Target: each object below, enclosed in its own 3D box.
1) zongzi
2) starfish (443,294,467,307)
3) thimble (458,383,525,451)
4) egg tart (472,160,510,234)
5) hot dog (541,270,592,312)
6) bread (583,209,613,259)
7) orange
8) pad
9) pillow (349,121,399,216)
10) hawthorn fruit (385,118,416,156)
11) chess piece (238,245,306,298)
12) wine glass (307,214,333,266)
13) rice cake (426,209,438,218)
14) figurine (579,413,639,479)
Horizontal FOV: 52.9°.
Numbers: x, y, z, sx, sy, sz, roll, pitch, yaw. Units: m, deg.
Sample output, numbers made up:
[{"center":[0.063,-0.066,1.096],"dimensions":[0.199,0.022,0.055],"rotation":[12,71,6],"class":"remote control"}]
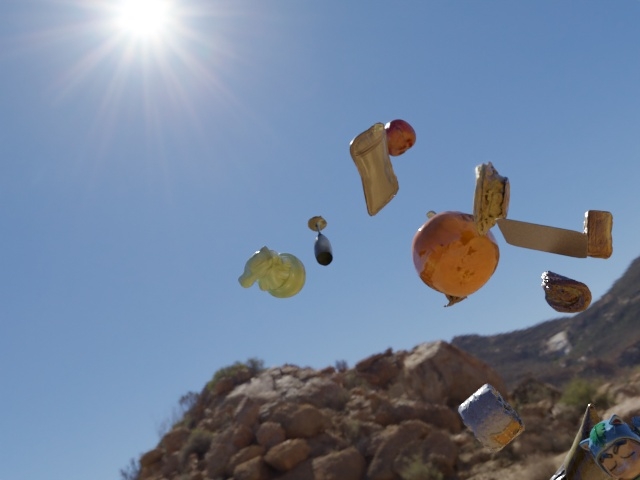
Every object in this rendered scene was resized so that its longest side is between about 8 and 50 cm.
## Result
[{"center":[0.716,0.640,1.830],"dimensions":[0.285,0.289,0.134],"rotation":[-21,-3,2],"class":"zongzi"},{"center":[0.503,0.224,2.427],"dimensions":[0.132,0.041,0.130],"rotation":[8,-47,-20],"class":"starfish"},{"center":[0.456,0.476,1.723],"dimensions":[0.118,0.151,0.127],"rotation":[-43,-43,8],"class":"thimble"},{"center":[0.530,-0.130,1.995],"dimensions":[0.105,0.241,0.241],"rotation":[2,-14,22],"class":"egg tart"},{"center":[0.599,0.127,1.588],"dimensions":[0.065,0.147,0.099],"rotation":[-25,-67,-15],"class":"hot dog"},{"center":[0.727,-0.017,1.684],"dimensions":[0.074,0.132,0.053],"rotation":[2,-21,15],"class":"bread"},{"center":[0.472,0.045,2.258],"dimensions":[0.312,0.312,0.312],"rotation":[-22,-23,-10],"class":"orange"},{"center":[0.465,-0.002,1.344],"dimensions":[0.176,0.002,0.266],"rotation":[12,-8,24],"class":"pad"},{"center":[0.139,-0.178,1.614],"dimensions":[0.130,0.038,0.233],"rotation":[-41,-49,-28],"class":"pillow"},{"center":[0.264,-0.352,2.208],"dimensions":[0.128,0.128,0.128],"rotation":[-22,-23,-10],"class":"hawthorn fruit"},{"center":[-0.183,0.111,2.293],"dimensions":[0.175,0.176,0.298],"rotation":[-33,-22,14],"class":"chess piece"},{"center":[0.000,0.000,1.993],"dimensions":[0.066,0.198,0.066],"rotation":[-3,-56,-5],"class":"wine glass"},{"center":[0.487,-0.046,2.430],"dimensions":[0.033,0.207,0.033],"rotation":[-18,-38,-57],"class":"rice cake"},{"center":[0.599,0.426,1.235],"dimensions":[0.178,0.145,0.114],"rotation":[32,-54,-21],"class":"figurine"}]
